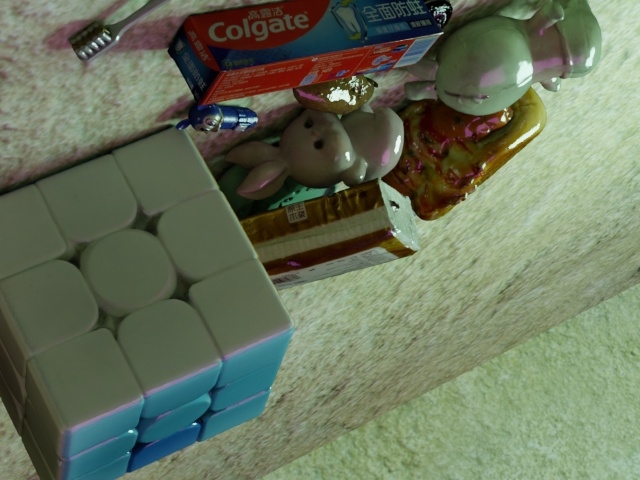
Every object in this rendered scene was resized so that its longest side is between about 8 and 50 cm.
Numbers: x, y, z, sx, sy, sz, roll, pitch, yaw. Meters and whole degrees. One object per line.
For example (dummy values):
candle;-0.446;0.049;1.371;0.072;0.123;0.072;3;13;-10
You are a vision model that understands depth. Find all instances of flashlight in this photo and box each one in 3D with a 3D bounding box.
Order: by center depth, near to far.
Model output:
flashlight;-0.112;-0.139;1.938;0.057;0.035;0.121;-40;160;27

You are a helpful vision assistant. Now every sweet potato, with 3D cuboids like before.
sweet potato;0.025;-0.181;2.008;0.068;0.060;0.206;-46;167;20

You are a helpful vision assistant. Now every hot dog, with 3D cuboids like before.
hot dog;0.173;-0.124;2.263;0.257;0.150;0.153;-42;168;36

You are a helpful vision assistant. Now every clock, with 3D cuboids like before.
clock;-0.045;-0.069;2.194;0.211;0.066;0.159;-23;162;-22

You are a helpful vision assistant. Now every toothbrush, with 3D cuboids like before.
toothbrush;-0.098;-0.272;1.609;0.342;0.025;0.030;-32;160;11

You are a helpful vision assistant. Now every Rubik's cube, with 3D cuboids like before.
Rubik's cube;-0.235;0.090;1.960;0.290;0.291;0.291;-23;160;-21

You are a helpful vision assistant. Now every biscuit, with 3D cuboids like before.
biscuit;0.118;-0.258;1.988;0.087;0.027;0.089;-20;160;-32

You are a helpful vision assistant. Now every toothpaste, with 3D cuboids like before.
toothpaste;-0.011;-0.215;1.821;0.320;0.076;0.066;-15;158;-40

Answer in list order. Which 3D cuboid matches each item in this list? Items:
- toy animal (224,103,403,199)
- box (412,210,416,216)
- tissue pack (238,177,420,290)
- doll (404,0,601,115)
toy animal;-0.005;-0.111;2.072;0.212;0.124;0.124;-12;156;-30
box;0.177;-0.102;2.495;0.285;0.044;0.142;-34;160;13
tissue pack;0.000;0.000;2.100;0.226;0.092;0.183;-18;171;12
doll;0.242;-0.230;2.111;0.275;0.113;0.155;-23;144;-15
